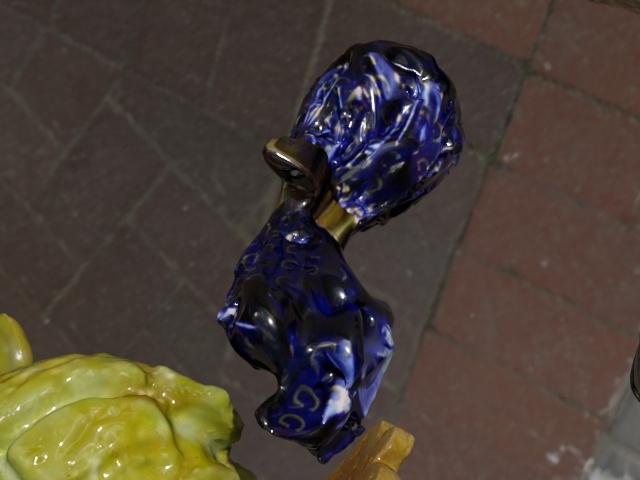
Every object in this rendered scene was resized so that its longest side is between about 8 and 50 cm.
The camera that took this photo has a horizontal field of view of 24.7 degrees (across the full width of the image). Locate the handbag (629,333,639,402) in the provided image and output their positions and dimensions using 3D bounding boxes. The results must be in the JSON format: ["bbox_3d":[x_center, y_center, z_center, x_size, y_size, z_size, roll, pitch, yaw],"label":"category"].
[{"bbox_3d":[0.371,0.121,1.157,0.254,0.181,0.181,25,88,11],"label":"handbag"}]

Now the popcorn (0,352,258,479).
[{"bbox_3d":[-0.178,0.214,1.148,0.276,0.225,0.276,34,149,24],"label":"popcorn"}]

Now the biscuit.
[{"bbox_3d":[0.027,0.240,1.300,0.036,0.225,0.166,41,98,-4],"label":"biscuit"}]

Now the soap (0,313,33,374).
[{"bbox_3d":[-0.349,0.146,1.576,0.089,0.045,0.140,60,136,36],"label":"soap"}]

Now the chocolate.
[{"bbox_3d":[0.001,0.002,0.954,0.126,0.343,0.148,-18,122,31],"label":"chocolate"}]

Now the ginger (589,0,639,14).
[{"bbox_3d":[0.297,-0.223,1.077,0.102,0.216,0.157,67,161,-5],"label":"ginger"}]
